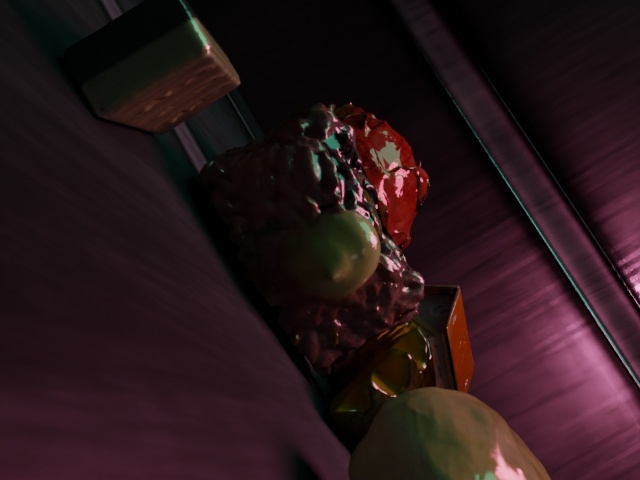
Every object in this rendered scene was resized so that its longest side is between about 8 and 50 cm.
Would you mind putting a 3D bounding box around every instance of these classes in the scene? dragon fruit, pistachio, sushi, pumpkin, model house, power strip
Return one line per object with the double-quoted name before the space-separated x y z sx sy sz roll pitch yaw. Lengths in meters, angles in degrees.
"dragon fruit" 0.021 -0.060 1.332 0.240 0.252 0.241 16 -16 5
"pistachio" 0.096 0.200 0.703 0.157 0.157 0.229 58 9 -14
"sushi" 0.000 0.000 1.029 0.270 0.170 0.236 63 2 -11
"pumpkin" 0.089 0.183 1.066 0.149 0.130 0.254 58 1 -2
"model house" 0.123 0.118 1.255 0.207 0.135 0.219 38 -29 48
"power strip" -0.136 -0.148 0.848 0.070 0.105 0.257 60 3 -4
